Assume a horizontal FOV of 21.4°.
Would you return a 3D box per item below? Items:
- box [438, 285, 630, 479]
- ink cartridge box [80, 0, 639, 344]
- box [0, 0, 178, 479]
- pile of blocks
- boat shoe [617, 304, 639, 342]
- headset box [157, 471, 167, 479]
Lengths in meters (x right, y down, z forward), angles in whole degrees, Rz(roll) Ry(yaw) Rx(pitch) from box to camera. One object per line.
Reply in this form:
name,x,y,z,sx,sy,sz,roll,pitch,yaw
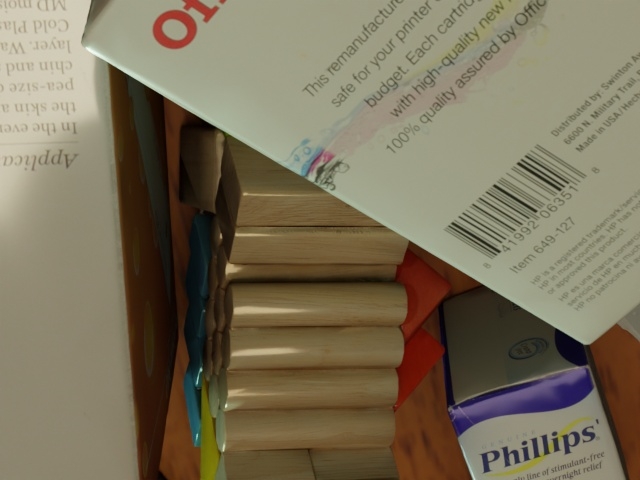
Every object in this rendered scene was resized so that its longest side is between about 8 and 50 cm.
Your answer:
box,0.114,0.103,0.861,0.072,0.126,0.137,-17,110,8
ink cartridge box,0.061,-0.115,0.617,0.233,0.168,0.171,31,126,-22
box,-0.160,-0.065,0.743,0.168,0.215,0.345,-1,112,0
pile of blocks,0.000,0.000,0.811,0.113,0.149,0.362,1,97,-16
boat shoe,0.215,0.019,0.841,0.306,0.105,0.113,38,103,-21
headset box,-0.120,0.141,0.924,0.062,0.032,0.083,-32,110,12
